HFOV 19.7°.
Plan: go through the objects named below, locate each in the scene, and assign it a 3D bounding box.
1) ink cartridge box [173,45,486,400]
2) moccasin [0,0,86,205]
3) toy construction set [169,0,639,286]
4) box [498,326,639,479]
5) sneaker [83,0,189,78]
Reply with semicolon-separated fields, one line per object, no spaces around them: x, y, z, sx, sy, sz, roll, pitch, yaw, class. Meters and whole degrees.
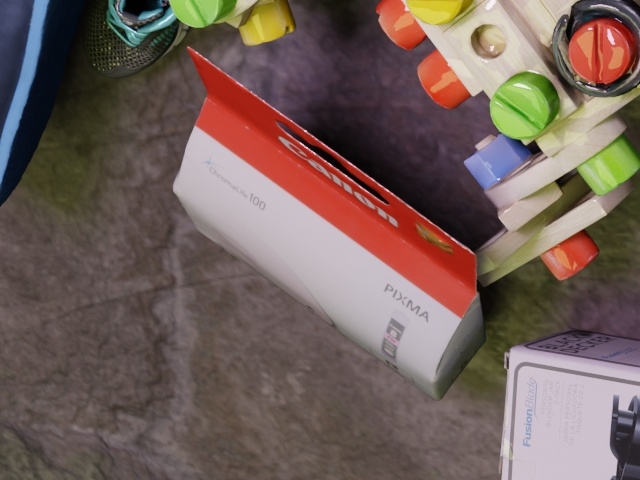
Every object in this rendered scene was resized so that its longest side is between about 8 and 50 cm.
0.000;0.000;1.013;0.189;0.066;0.232;36;177;13;ink cartridge box
-0.192;-0.151;1.022;0.117;0.137;0.342;25;125;-1;moccasin
0.051;-0.107;0.922;0.215;0.151;0.327;-36;107;30;toy construction set
0.242;0.152;1.005;0.290;0.087;0.169;7;101;30;box
-0.100;-0.140;1.045;0.065;0.076;0.166;42;136;-3;sneaker
